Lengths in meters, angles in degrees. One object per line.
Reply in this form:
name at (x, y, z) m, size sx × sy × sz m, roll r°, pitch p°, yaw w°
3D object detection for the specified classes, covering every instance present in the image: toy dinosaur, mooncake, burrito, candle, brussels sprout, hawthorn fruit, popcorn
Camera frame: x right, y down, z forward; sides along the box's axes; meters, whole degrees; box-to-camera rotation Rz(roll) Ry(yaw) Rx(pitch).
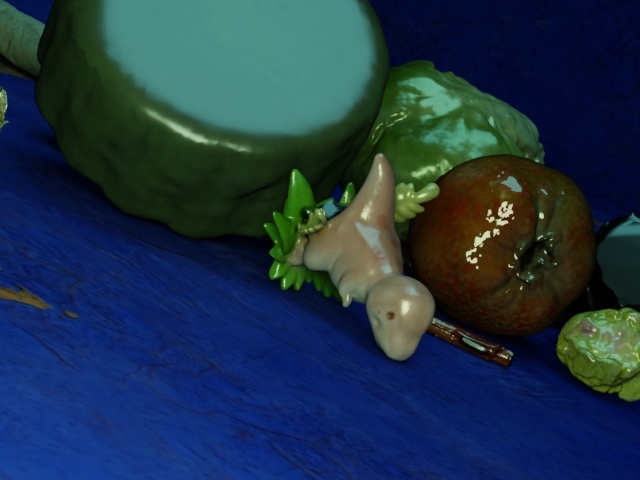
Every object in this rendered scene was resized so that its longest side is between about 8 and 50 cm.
toy dinosaur at (0.036, 0.010, 1.510) m, size 0.152 × 0.194 × 0.177 m, roll 25°, pitch -16°, yaw -37°
mooncake at (-0.116, -0.175, 1.652) m, size 0.356 × 0.194 × 0.356 m, roll 12°, pitch 52°, yaw -15°
burrito at (-0.457, -0.305, 2.332) m, size 0.392 × 0.076 × 0.117 m, roll 32°, pitch 7°, yaw 34°
candle at (0.123, 0.089, 1.636) m, size 0.167 × 0.021 × 0.026 m, roll 25°, pitch 9°, yaw 12°
brussels sprout at (0.154, -0.118, 2.141) m, size 0.274 × 0.242 × 0.317 m, roll 15°, pitch 24°, yaw 25°
hawthorn fruit at (0.185, -0.001, 1.781) m, size 0.211 × 0.210 × 0.262 m, roll 17°, pitch 0°, yaw -27°
popcorn at (0.308, 0.122, 1.703) m, size 0.109 × 0.089 × 0.097 m, roll 17°, pitch 42°, yaw 22°

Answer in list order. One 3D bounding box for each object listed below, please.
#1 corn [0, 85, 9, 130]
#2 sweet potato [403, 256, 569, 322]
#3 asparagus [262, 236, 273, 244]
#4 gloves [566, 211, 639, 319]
corn at (-0.431, -0.138, 1.446) m, size 0.293 × 0.106 × 0.106 m, roll 12°, pitch 14°, yaw -33°
sweet potato at (0.223, 0.045, 1.945) m, size 0.273 × 0.075 × 0.075 m, roll 16°, pitch 11°, yaw -29°
asparagus at (0.000, 0.000, 1.848) m, size 0.023 × 0.022 × 0.233 m, roll -23°, pitch -12°, yaw 28°
gloves at (0.372, 0.072, 1.882) m, size 0.301 × 0.152 × 0.197 m, roll 40°, pitch 29°, yaw -59°
